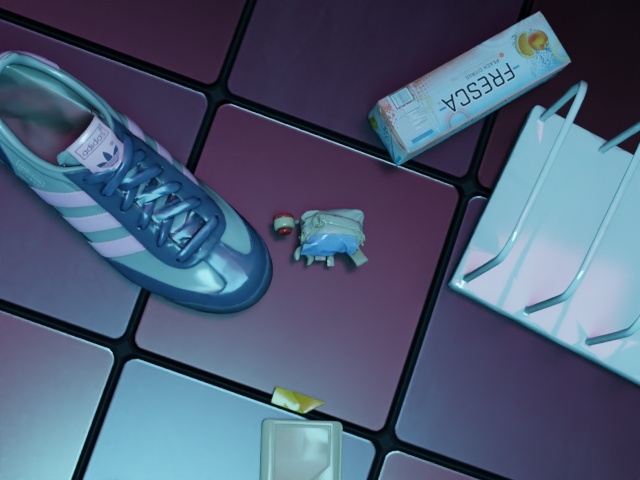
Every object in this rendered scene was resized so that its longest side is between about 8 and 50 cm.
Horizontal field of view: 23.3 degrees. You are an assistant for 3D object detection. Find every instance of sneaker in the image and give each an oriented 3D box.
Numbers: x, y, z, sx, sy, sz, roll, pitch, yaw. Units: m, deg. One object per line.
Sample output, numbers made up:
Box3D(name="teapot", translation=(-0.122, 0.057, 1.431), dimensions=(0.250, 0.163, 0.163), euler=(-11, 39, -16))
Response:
Box3D(name="sneaker", translation=(-0.175, -0.048, 1.343), dimensions=(0.319, 0.131, 0.112), euler=(35, 78, -2))

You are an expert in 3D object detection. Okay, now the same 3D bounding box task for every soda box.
Box3D(name="soda box", translation=(0.136, -0.140, 1.438), dimensions=(0.183, 0.063, 0.058), euler=(-29, 86, -11))

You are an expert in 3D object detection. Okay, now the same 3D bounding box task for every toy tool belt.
Box3D(name="toy tool belt", translation=(0.000, 0.000, 1.402), dimensions=(0.083, 0.052, 0.051), euler=(-3, 73, -8))

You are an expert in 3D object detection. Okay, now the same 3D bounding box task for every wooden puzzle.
Box3D(name="wooden puzzle", translation=(-0.017, 0.193, 1.388), dimensions=(0.078, 0.014, 0.116), euler=(9, 80, -2))

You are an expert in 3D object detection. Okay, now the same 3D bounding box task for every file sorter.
Box3D(name="file sorter", translation=(0.293, 0.009, 1.381), dimensions=(0.277, 0.173, 0.193), euler=(27, 79, -4))
